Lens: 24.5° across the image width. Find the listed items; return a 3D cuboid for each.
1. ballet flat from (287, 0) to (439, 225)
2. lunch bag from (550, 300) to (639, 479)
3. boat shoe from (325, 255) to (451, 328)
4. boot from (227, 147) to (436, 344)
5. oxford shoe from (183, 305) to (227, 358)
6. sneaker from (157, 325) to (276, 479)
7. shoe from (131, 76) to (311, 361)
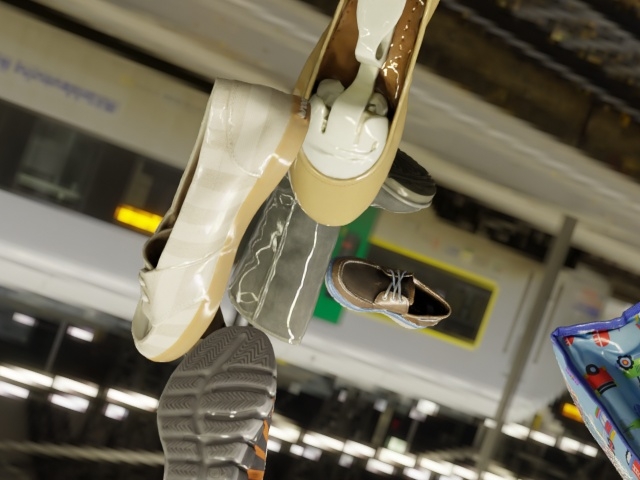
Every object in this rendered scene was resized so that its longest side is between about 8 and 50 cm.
[{"bbox_3d":[0.024,-0.111,0.954,0.080,0.232,0.073,18,-161,5],"label":"ballet flat"},{"bbox_3d":[0.345,0.226,1.393,0.221,0.138,0.293,55,-166,-56],"label":"lunch bag"},{"bbox_3d":[0.086,0.057,1.787,0.183,0.066,0.066,20,158,-39],"label":"boat shoe"},{"bbox_3d":[0.002,0.001,1.316,0.076,0.209,0.189,11,-160,-40],"label":"boot"},{"bbox_3d":[-0.139,0.135,1.948,0.082,0.227,0.096,-27,-160,-37],"label":"oxford shoe"},{"bbox_3d":[-0.106,0.262,1.618,0.124,0.321,0.180,3,146,17],"label":"sneaker"},{"bbox_3d":[-0.077,-0.012,0.905,0.058,0.219,0.077,18,-144,-19],"label":"shoe"}]
